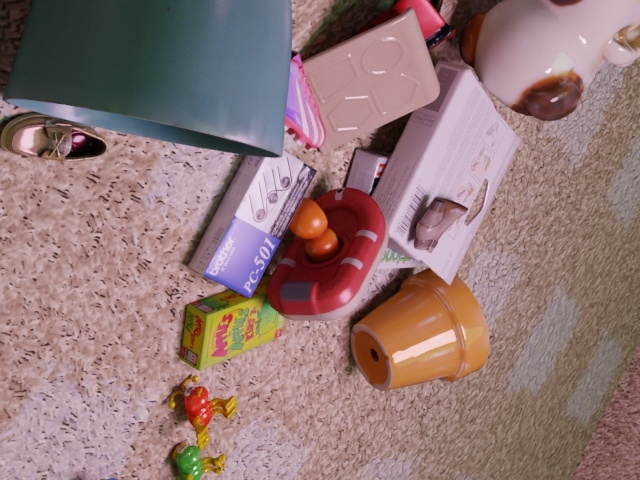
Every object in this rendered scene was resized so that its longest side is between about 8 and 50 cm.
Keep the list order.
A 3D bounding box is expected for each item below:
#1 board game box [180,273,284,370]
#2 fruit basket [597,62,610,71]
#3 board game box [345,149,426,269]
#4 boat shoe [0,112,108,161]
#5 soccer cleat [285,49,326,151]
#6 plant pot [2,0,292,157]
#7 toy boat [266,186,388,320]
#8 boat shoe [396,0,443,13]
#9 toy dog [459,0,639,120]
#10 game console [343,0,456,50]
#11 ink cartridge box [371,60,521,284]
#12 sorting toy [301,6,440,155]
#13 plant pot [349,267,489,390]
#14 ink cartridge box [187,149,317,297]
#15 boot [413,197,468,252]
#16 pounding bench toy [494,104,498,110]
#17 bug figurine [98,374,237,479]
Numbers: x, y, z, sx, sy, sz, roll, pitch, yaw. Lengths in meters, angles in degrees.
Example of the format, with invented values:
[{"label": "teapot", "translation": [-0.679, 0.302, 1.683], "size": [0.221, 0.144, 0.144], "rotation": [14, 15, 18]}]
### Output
[{"label": "board game box", "translation": [-0.125, 0.120, 1.706], "size": [0.181, 0.043, 0.092], "rotation": [-19, 128, -49]}, {"label": "fruit basket", "translation": [0.547, -0.454, 2.151], "size": [0.353, 0.165, 0.327], "rotation": [-31, 136, -39]}, {"label": "board game box", "translation": [0.135, -0.050, 1.943], "size": [0.305, 0.053, 0.193], "rotation": [-2, 111, -55]}, {"label": "boat shoe", "translation": [-0.295, -0.113, 1.288], "size": [0.135, 0.045, 0.050], "rotation": [-9, 120, -53]}, {"label": "soccer cleat", "translation": [-0.043, -0.204, 1.551], "size": [0.095, 0.083, 0.248], "rotation": [-49, 143, 1]}, {"label": "plant pot", "translation": [-0.161, -0.229, 1.195], "size": [0.293, 0.293, 0.235], "rotation": [12, 89, -57]}, {"label": "toy boat", "translation": [0.000, 0.000, 1.688], "size": [0.151, 0.151, 0.231], "rotation": [64, 39, -34]}, {"label": "boat shoe", "translation": [0.172, -0.439, 1.702], "size": [0.080, 0.073, 0.224], "rotation": [-23, 131, -49]}, {"label": "toy dog", "translation": [0.419, -0.379, 1.833], "size": [0.408, 0.284, 0.395], "rotation": [-54, 164, 18]}, {"label": "game console", "translation": [0.119, -0.303, 1.718], "size": [0.144, 0.085, 0.124], "rotation": [-34, -176, 17]}, {"label": "ink cartridge box", "translation": [0.204, -0.105, 1.899], "size": [0.261, 0.066, 0.296], "rotation": [39, 76, -55]}, {"label": "sorting toy", "translation": [0.063, -0.232, 1.675], "size": [0.208, 0.038, 0.193], "rotation": [-29, 144, 1]}, {"label": "plant pot", "translation": [0.164, 0.174, 2.040], "size": [0.188, 0.205, 0.205], "rotation": [-22, 132, -27]}, {"label": "ink cartridge box", "translation": [-0.095, -0.032, 1.616], "size": [0.097, 0.046, 0.207], "rotation": [29, 88, -42]}, {"label": "boot", "translation": [0.188, -0.022, 1.835], "size": [0.118, 0.042, 0.087], "rotation": [7, 109, -54]}, {"label": "pounding bench toy", "translation": [0.300, -0.209, 2.045], "size": [0.052, 0.083, 0.065], "rotation": [-57, 148, -10]}, {"label": "bug figurine", "translation": [-0.233, 0.340, 1.681], "size": [0.279, 0.072, 0.216], "rotation": [-45, 150, -35]}]
